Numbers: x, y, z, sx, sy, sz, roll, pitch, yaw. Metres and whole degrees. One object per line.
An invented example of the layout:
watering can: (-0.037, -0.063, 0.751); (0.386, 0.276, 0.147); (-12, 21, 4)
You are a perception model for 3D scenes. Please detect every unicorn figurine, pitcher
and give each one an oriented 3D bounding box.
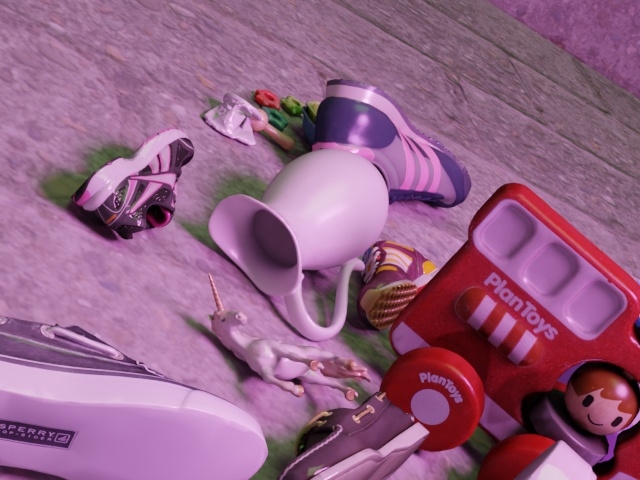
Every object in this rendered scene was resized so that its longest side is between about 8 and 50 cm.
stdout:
unicorn figurine: (-0.034, 0.104, 1.009); (0.111, 0.060, 0.162); (21, -13, 44)
pitcher: (0.000, 0.000, 1.178); (0.207, 0.125, 0.177); (-33, 95, -53)

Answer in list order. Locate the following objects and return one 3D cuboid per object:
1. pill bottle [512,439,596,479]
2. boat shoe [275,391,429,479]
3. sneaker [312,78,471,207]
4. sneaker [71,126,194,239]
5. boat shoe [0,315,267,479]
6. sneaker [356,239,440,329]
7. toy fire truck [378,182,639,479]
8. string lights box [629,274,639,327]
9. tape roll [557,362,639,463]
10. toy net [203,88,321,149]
pill bottle: (0.269, 0.319, 0.938); (0.301, 0.169, 0.169); (44, 26, 12)
boat shoe: (0.016, 0.179, 0.940); (0.069, 0.081, 0.228); (45, 19, 18)
sneaker: (0.088, -0.087, 1.455); (0.112, 0.131, 0.319); (6, -17, 40)
sneaker: (-0.170, -0.048, 1.089); (0.077, 0.072, 0.178); (50, 34, -4)
boat shoe: (-0.177, 0.107, 0.782); (0.301, 0.108, 0.102); (15, 36, -28)
sneaker: (0.070, 0.044, 1.246); (0.084, 0.069, 0.185); (39, 18, 18)
toy fire truck: (0.221, 0.124, 1.087); (0.302, 0.254, 0.169); (41, 26, 4)
string lights box: (0.466, 0.160, 1.549); (0.133, 0.076, 0.259); (23, 30, -27)
tape roll: (0.382, 0.244, 1.294); (0.275, 0.090, 0.274); (31, 27, -18)
toy net: (-0.064, -0.168, 1.424); (0.232, 0.045, 0.122); (0, 46, -52)
